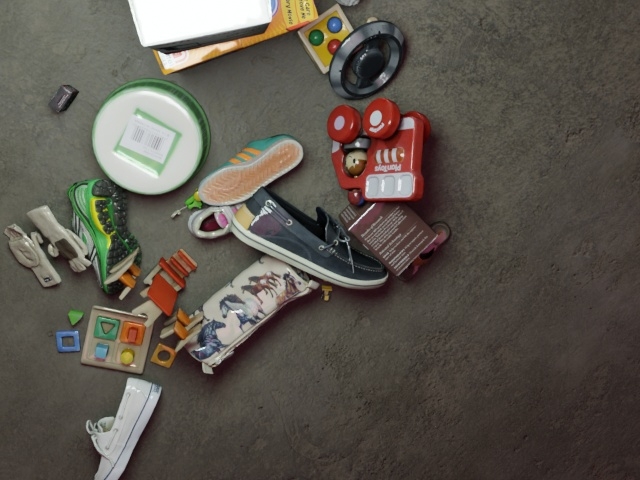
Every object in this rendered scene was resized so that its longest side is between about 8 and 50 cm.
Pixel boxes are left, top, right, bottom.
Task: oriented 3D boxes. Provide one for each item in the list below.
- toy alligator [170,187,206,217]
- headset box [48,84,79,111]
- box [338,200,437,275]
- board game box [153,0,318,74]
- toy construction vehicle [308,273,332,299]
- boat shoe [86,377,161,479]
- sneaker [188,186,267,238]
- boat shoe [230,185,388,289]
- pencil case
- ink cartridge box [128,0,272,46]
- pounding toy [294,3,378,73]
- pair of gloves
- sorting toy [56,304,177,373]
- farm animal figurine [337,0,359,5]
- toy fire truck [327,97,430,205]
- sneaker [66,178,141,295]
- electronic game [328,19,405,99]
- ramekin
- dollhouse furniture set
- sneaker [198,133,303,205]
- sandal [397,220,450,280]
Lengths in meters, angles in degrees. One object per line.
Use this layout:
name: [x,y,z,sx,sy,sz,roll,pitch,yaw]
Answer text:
toy alligator: [-0.332,-0.116,1.668,0.189,0.056,0.051,-45,107,5]
headset box: [-0.655,-0.363,1.533,0.032,0.083,0.062,36,97,-16]
box: [0.188,-0.043,1.710,0.203,0.168,0.167,43,97,-17]
board game box: [-0.248,-0.613,1.379,0.356,0.356,0.356,-21,108,-2]
toy construction vehicle: [-0.005,0.132,1.802,0.085,0.035,0.098,7,105,-11]
boat shoe: [-0.620,0.569,1.784,0.156,0.136,0.367,26,98,-15]
sneaker: [-0.250,-0.072,1.665,0.252,0.111,0.103,-33,108,1]
boat shoe: [0.000,0.000,1.660,0.500,0.187,0.156,25,104,-25]
pencil case: [-0.206,0.192,1.716,0.410,0.160,0.184,-38,69,3]
ink cartridge box: [-0.212,-0.426,1.090,0.226,0.306,0.131,-13,108,-4]
pounding toy: [0.068,-0.530,1.590,0.206,0.094,0.181,-34,108,3]
pair of gloves: [-0.728,0.016,1.607,0.240,0.042,0.204,-22,114,33]
sorting toy: [-0.591,0.297,1.754,0.347,0.047,0.196,13,104,-12]
farm animal figurine: [0.019,-0.791,1.465,0.330,0.172,0.327,23,102,-14]
toy fire truck: [0.142,-0.220,1.580,0.169,0.302,0.254,9,85,-45]
sneaker: [-0.592,-0.009,1.643,0.146,0.134,0.344,10,116,26]
electronic game: [0.124,-0.470,1.584,0.229,0.048,0.229,-22,146,-16]
ramekin: [-0.440,-0.263,1.561,0.303,0.148,0.304,-2,106,-8]
dollhouse furniture set: [-0.416,0.123,1.619,0.135,0.259,0.262,-39,108,7]
sneaker: [-0.195,-0.195,1.633,0.302,0.121,0.108,-27,119,-5]
sandal: [0.309,0.034,1.808,0.219,0.060,0.090,-42,107,5]
